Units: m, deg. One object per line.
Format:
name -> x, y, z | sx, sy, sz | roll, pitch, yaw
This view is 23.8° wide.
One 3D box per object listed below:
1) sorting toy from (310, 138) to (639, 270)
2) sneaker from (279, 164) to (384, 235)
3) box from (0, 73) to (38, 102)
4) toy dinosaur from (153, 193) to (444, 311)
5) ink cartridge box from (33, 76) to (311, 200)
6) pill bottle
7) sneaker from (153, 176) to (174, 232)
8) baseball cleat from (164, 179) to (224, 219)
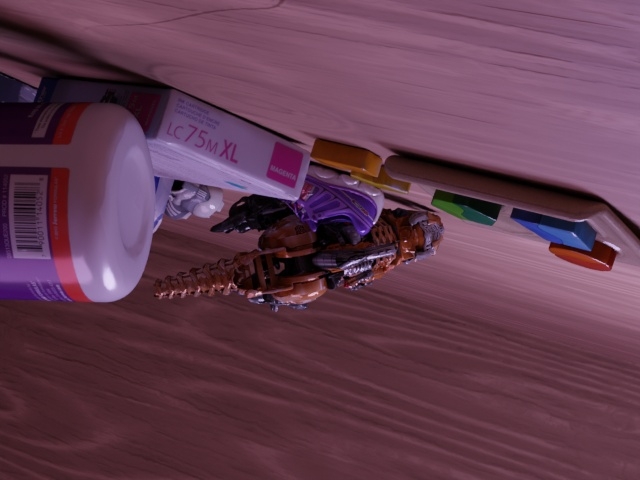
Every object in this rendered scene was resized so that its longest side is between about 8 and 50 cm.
sorting toy -> 0.151, -0.028, 1.433 | 0.307, 0.041, 0.229 | 15, 175, 31
sneaker -> -0.017, -0.050, 1.664 | 0.170, 0.071, 0.068 | 17, 176, 11
box -> -0.564, -0.182, 1.780 | 0.395, 0.097, 0.318 | 5, 171, 35
toy dinosaur -> -0.028, 0.008, 1.742 | 0.322, 0.164, 0.218 | 8, -177, -21
ink cartridge box -> -0.175, -0.110, 1.585 | 0.186, 0.065, 0.311 | 23, 171, -38
pill bottle -> -0.325, -0.037, 1.387 | 0.323, 0.181, 0.181 | 1, 173, 10
sneaker -> -0.308, -0.094, 1.919 | 0.182, 0.127, 0.315 | 17, 178, -26
baseball cleat -> -0.212, -0.080, 2.257 | 0.109, 0.072, 0.206 | 34, 165, -22
